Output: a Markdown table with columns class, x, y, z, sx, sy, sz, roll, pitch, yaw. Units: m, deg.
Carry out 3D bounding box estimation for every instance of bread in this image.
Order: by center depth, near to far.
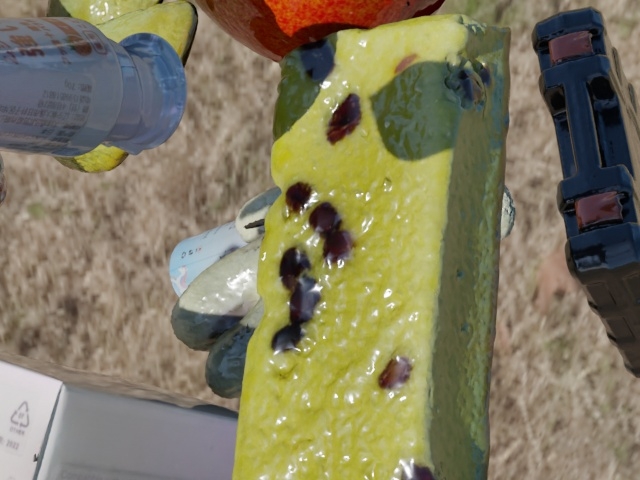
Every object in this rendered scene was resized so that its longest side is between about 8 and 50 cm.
| class | x | y | z | sx | sy | sz | roll | pitch | yaw |
| --- | --- | --- | --- | --- | --- | --- | --- | --- | --- |
| bread | -0.128 | -0.117 | 0.833 | 0.065 | 0.187 | 0.149 | 19 | 83 | -27 |
| bread | 0.027 | 0.046 | 0.836 | 0.138 | 0.077 | 0.361 | -5 | 72 | 35 |

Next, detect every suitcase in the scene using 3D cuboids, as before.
| class | x | y | z | sx | sy | sz | roll | pitch | yaw |
| --- | --- | --- | --- | --- | --- | --- | --- | --- | --- |
| suitcase | 0.256 | -0.043 | 1.279 | 0.066 | 0.206 | 0.286 | -16 | 51 | 19 |

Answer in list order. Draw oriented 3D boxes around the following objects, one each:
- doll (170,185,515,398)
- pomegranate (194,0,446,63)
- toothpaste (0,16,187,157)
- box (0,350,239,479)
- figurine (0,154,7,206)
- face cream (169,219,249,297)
| class | x | y | z | sx | sy | sz | roll | pitch | yaw |
| --- | --- | --- | --- | --- | --- | --- | --- | --- | --- |
| doll | 0.002 | 0.002 | 1.132 | 0.278 | 0.149 | 0.175 | -43 | 73 | -1 |
| pomegranate | -0.012 | -0.221 | 0.956 | 0.235 | 0.210 | 0.210 | 20 | 57 | -5 |
| toothpaste | -0.145 | -0.058 | 0.544 | 0.089 | 0.057 | 0.234 | 16 | 13 | 34 |
| box | -0.171 | 0.142 | 1.012 | 0.203 | 0.251 | 0.106 | 9 | 82 | 38 |
| figurine | -0.384 | -0.058 | 1.153 | 0.281 | 0.370 | 0.167 | 28 | 52 | -38 |
| face cream | -0.040 | 0.006 | 1.322 | 0.075 | 0.229 | 0.075 | 16 | 65 | -40 |
